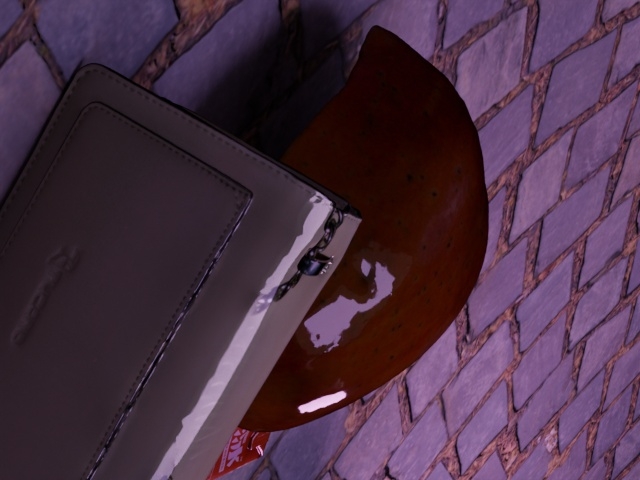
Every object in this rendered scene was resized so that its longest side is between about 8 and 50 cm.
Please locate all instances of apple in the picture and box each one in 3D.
[{"bbox_3d":[0.000,0.000,1.796,0.365,0.295,0.329,-50,127,-39],"label":"apple"}]

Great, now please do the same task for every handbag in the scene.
[{"bbox_3d":[-0.151,0.074,1.545,0.358,0.237,0.160,-59,153,1],"label":"handbag"}]

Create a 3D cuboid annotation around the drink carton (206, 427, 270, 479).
[{"bbox_3d":[-0.144,0.184,1.846,0.223,0.096,0.071,-19,134,-54],"label":"drink carton"}]
